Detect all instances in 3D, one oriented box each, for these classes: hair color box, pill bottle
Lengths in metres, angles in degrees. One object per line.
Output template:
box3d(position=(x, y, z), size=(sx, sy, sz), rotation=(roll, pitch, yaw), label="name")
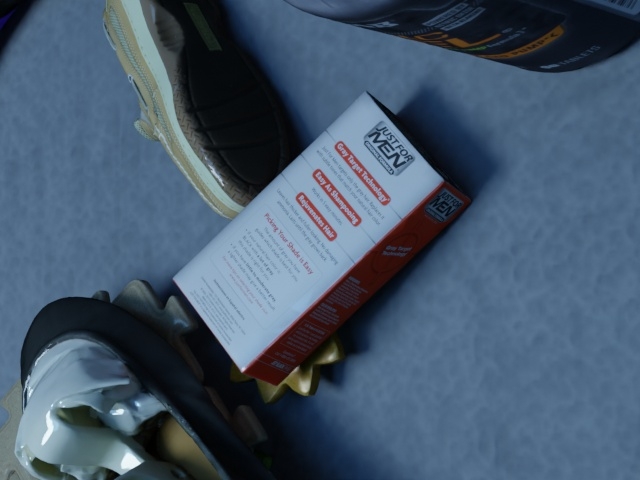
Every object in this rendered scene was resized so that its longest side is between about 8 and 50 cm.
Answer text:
box3d(position=(0.000, 0.000, 0.870), size=(0.141, 0.043, 0.072), rotation=(-43, 62, 9), label="hair color box")
box3d(position=(0.048, -0.151, 0.737), size=(0.130, 0.246, 0.130), rotation=(-3, 85, 38), label="pill bottle")

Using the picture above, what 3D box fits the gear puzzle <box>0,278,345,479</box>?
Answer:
box3d(position=(-0.100, 0.122, 0.969), size=(0.339, 0.044, 0.175), rotation=(-47, 59, 22), label="gear puzzle")

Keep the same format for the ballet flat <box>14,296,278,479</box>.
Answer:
box3d(position=(-0.090, 0.113, 0.873), size=(0.280, 0.096, 0.095), rotation=(38, 105, 34), label="ballet flat")

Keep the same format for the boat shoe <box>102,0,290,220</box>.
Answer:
box3d(position=(-0.075, -0.078, 0.950), size=(0.072, 0.068, 0.190), rotation=(-51, 49, 38), label="boat shoe")

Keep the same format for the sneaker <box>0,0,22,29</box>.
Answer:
box3d(position=(-0.189, -0.200, 1.015), size=(0.146, 0.102, 0.293), rotation=(29, 105, 35), label="sneaker")
